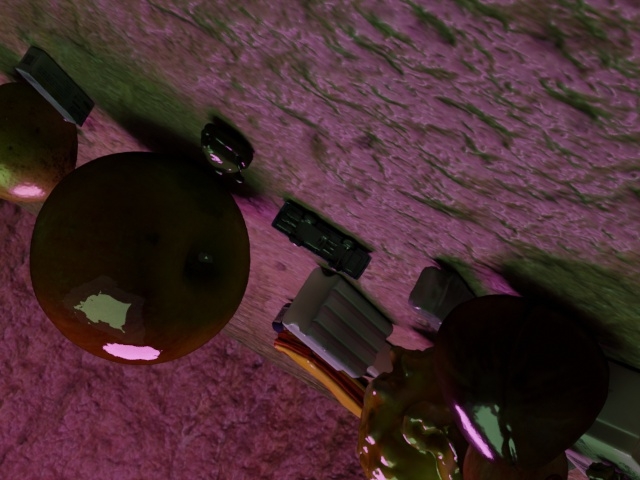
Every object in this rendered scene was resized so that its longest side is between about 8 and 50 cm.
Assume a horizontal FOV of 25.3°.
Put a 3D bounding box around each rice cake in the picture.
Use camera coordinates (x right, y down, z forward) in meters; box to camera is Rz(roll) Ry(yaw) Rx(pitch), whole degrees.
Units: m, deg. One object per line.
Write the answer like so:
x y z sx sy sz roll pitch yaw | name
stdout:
0.214 0.130 2.051 0.056 0.072 0.365 21 167 33 | rice cake

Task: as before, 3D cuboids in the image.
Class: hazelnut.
0.242 0.173 1.803 0.229 0.229 0.229 30 168 7 | hazelnut

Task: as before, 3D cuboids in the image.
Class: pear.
-0.484 -0.156 2.335 0.197 0.197 0.197 30 168 7 | pear

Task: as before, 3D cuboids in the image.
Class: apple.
-0.269 0.028 2.195 0.340 0.339 0.339 30 168 7 | apple
0.268 0.310 1.954 0.146 0.131 0.146 25 180 0 | apple

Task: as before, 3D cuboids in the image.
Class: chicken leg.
0.410 0.375 1.935 0.085 0.101 0.207 -10 136 28 | chicken leg

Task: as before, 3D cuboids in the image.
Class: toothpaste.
-0.399 -0.230 2.153 0.034 0.046 0.164 22 165 29 | toothpaste

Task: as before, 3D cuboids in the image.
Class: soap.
0.032 0.144 2.434 0.066 0.119 0.198 24 166 42 | soap

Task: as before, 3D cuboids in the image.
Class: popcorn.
0.203 0.322 2.425 0.290 0.326 0.321 33 125 9 | popcorn

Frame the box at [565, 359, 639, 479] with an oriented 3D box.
0.422 0.269 1.970 0.203 0.116 0.274 23 165 44 | box

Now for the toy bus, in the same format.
0.000 0.000 2.099 0.153 0.051 0.061 33 -179 -8 | toy bus

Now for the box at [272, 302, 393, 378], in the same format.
0.026 0.194 2.770 0.168 0.071 0.259 35 166 -20 | box

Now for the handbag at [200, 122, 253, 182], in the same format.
-0.133 -0.123 1.922 0.072 0.047 0.111 25 169 25 | handbag

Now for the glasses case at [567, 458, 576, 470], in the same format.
0.316 0.241 2.104 0.308 0.128 0.083 41 -171 -38 | glasses case

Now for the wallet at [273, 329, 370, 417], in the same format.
0.026 0.255 2.718 0.241 0.067 0.141 44 167 -33 | wallet
